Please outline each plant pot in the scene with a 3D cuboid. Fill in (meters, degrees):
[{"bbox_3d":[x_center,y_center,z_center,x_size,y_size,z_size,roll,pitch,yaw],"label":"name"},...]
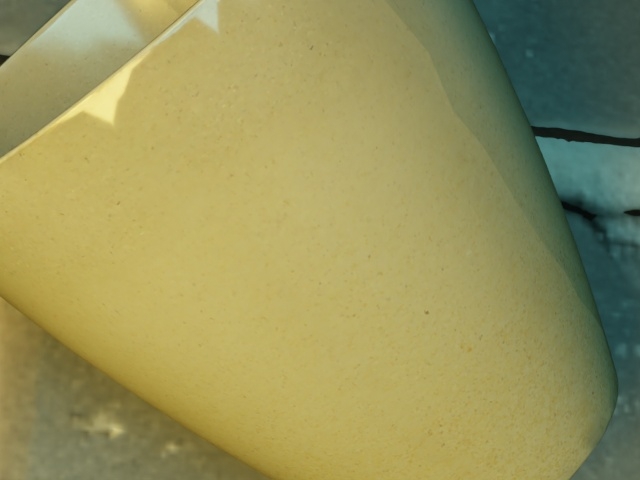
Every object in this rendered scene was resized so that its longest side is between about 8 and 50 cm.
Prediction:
[{"bbox_3d":[0.000,0.000,0.826,0.256,0.256,0.274,-45,108,-18],"label":"plant pot"}]
